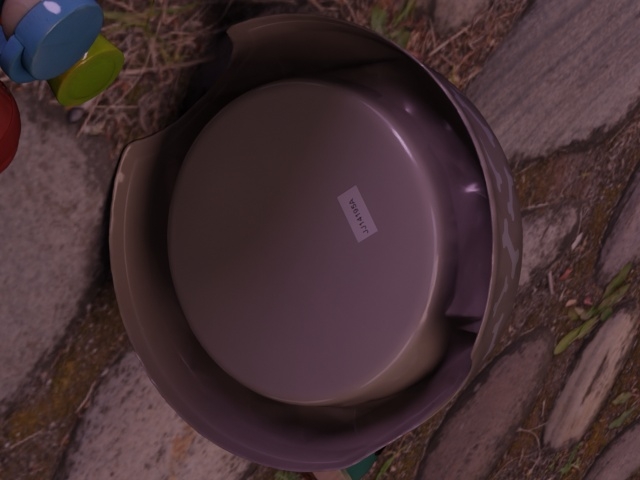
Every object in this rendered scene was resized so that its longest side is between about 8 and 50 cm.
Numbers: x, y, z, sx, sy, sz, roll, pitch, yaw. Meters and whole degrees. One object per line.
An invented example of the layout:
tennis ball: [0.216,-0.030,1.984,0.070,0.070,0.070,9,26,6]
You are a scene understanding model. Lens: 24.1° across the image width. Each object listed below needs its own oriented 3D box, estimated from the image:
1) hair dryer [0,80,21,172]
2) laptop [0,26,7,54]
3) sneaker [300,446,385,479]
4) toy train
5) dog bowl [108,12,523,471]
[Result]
hair dryer: [-0.296,-0.044,0.965,0.223,0.080,0.293,-20,150,-42]
laptop: [-0.321,-0.131,0.825,0.382,0.408,0.236,-39,107,-18]
sneaker: [0.001,0.143,1.464,0.121,0.108,0.302,-42,149,-13]
toy train: [-0.170,-0.138,0.893,0.105,0.143,0.248,-41,168,-2]
dog bowl: [0.000,0.000,1.171,0.102,0.349,0.349,-6,124,-58]
